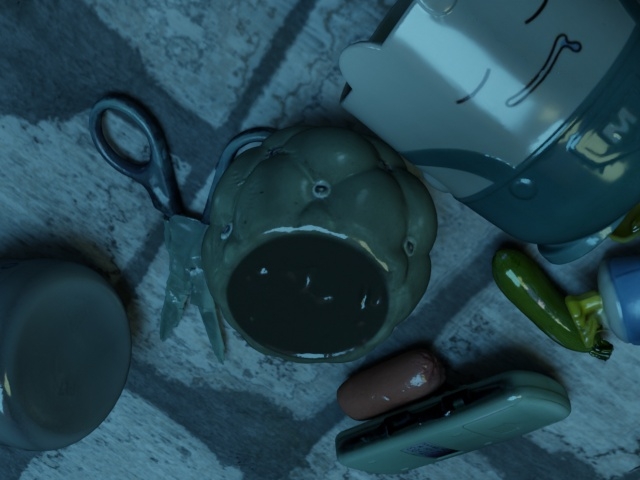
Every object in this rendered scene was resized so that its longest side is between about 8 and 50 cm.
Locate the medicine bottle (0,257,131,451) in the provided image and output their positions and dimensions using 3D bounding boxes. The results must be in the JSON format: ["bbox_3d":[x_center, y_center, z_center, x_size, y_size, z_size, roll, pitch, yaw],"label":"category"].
[{"bbox_3d":[-0.441,0.145,1.029,0.306,0.245,0.245,0,124,29],"label":"medicine bottle"}]

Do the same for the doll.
[{"bbox_3d":[0.374,0.051,0.762,0.241,0.099,0.135,-10,107,28],"label":"doll"}]

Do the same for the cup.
[{"bbox_3d":[0.183,-0.159,0.626,0.258,0.219,0.289,38,96,-9],"label":"cup"}]

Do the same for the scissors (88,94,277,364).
[{"bbox_3d":[-0.160,0.009,0.967,0.256,0.029,0.383,12,125,10],"label":"scissors"}]

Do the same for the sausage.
[{"bbox_3d":[0.090,0.186,0.980,0.154,0.062,0.062,-31,109,34],"label":"sausage"}]

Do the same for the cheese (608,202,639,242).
[{"bbox_3d":[0.321,-0.067,0.734,0.086,0.036,0.162,34,128,-7],"label":"cheese"}]

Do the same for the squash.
[{"bbox_3d":[0.256,0.075,0.851,0.183,0.052,0.052,42,127,-14],"label":"squash"}]

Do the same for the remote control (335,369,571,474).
[{"bbox_3d":[0.162,0.233,0.962,0.296,0.056,0.140,-30,143,33],"label":"remote control"}]

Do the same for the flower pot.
[{"bbox_3d":[0.000,0.000,0.786,0.246,0.195,0.246,4,126,6],"label":"flower pot"}]
